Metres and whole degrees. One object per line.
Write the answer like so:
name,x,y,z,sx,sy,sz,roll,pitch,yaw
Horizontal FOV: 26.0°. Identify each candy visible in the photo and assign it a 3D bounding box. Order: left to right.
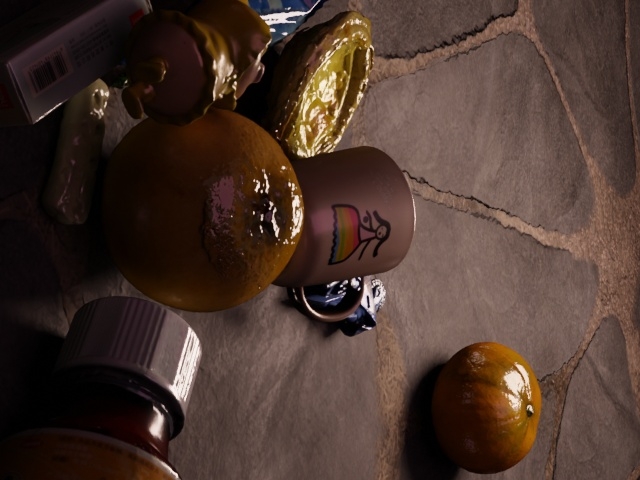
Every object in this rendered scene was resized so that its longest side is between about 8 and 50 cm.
candy,-0.117,-0.293,1.904,0.331,0.187,0.077,-12,72,-54

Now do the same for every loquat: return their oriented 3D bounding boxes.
loquat,-0.151,-0.041,1.741,0.263,0.263,0.263,11,77,-56

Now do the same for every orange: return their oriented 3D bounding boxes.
orange,0.299,0.296,2.454,0.240,0.171,0.240,15,72,-55

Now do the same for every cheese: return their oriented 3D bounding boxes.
cheese,-0.300,-0.113,1.716,0.065,0.043,0.194,32,59,-49

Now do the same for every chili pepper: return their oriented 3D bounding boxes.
chili pepper,-0.244,-0.214,1.829,0.083,0.027,0.022,-20,99,-55

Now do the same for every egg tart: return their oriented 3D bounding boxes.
egg tart,-0.013,-0.225,2.076,0.279,0.095,0.279,-53,159,-31

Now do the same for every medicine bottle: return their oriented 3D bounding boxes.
medicine bottle,-0.256,0.263,1.580,0.242,0.242,0.395,58,30,-35

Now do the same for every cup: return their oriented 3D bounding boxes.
cup,0.000,0.000,2.017,0.200,0.191,0.253,-13,112,-38

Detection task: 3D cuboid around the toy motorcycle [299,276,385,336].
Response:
toy motorcycle,0.039,0.086,2.185,0.205,0.076,0.114,35,65,-48

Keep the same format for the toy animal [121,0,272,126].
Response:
toy animal,-0.152,-0.215,1.641,0.230,0.156,0.156,-41,120,-55

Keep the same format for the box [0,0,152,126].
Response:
box,-0.320,-0.219,1.621,0.269,0.135,0.079,-46,127,-48
